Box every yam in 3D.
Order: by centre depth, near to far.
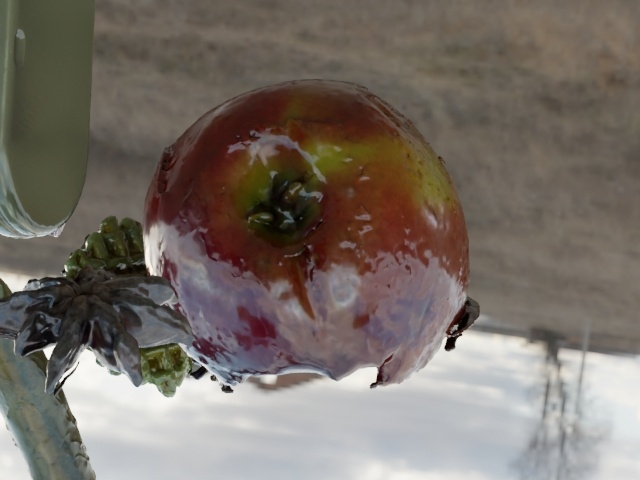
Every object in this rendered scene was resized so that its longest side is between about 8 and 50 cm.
[{"bbox_3d":[-0.309,0.197,1.554,0.083,0.371,0.083,-12,-146,8],"label":"yam"}]

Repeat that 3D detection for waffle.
[{"bbox_3d":[-0.217,0.076,1.693,0.208,0.214,0.054,36,133,-21],"label":"waffle"}]

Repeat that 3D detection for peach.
[{"bbox_3d":[0.000,0.000,1.535,0.339,0.353,0.416,3,163,13],"label":"peach"}]

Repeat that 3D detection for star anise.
[{"bbox_3d":[-0.145,0.047,0.892,0.141,0.042,0.141,3,-157,-1],"label":"star anise"}]

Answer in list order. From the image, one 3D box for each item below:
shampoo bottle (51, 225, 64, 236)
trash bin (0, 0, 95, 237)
[{"bbox_3d":[-0.408,-0.060,1.684,0.221,0.108,0.051,20,-161,2],"label":"shampoo bottle"},{"bbox_3d":[-0.293,-0.125,1.002,0.247,0.243,0.121,1,178,20],"label":"trash bin"}]
